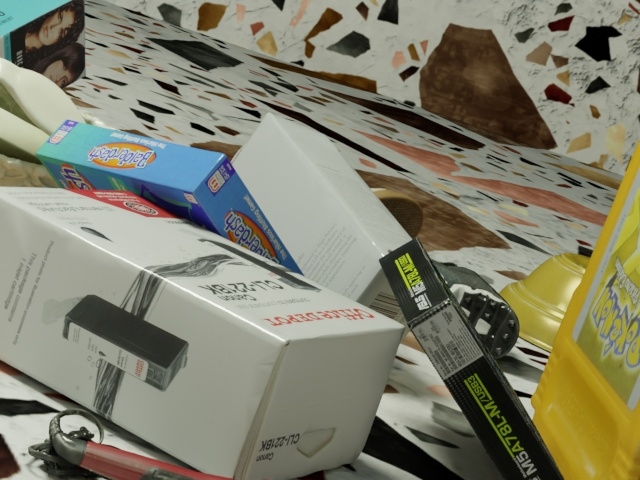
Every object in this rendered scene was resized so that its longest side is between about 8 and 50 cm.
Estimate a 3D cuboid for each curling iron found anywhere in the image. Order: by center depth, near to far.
[{"bbox_3d":[-0.052,0.161,1.164,0.274,0.035,0.068,18,12,-11],"label":"curling iron"}]

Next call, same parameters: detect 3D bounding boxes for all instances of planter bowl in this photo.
[{"bbox_3d":[0.298,0.072,2.036,0.217,0.090,0.217,19,12,-4],"label":"planter bowl"}]

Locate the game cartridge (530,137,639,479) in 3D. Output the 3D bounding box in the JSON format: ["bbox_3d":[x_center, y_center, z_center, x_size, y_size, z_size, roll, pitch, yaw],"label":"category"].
[{"bbox_3d":[0.268,0.053,1.486,0.052,0.324,0.285,21,11,-10],"label":"game cartridge"}]

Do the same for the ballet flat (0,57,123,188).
[{"bbox_3d":[-0.332,-0.139,1.576,0.409,0.147,0.147,29,6,-28],"label":"ballet flat"}]

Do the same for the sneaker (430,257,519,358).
[{"bbox_3d":[0.098,0.048,1.851,0.234,0.078,0.106,26,10,11],"label":"sneaker"}]

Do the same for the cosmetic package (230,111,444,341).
[{"bbox_3d":[0.000,0.000,1.650,0.085,0.117,0.231,18,26,-43],"label":"cosmetic package"}]

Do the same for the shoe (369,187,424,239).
[{"bbox_3d":[0.034,-0.034,2.103,0.219,0.077,0.058,5,24,-46],"label":"shoe"}]

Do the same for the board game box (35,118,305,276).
[{"bbox_3d":[-0.124,-0.017,1.521,0.210,0.047,0.160,14,-33,45],"label":"board game box"}]

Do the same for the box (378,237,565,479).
[{"bbox_3d":[0.119,0.105,1.439,0.191,0.045,0.184,57,1,-16],"label":"box"}]

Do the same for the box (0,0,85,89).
[{"bbox_3d":[-0.330,-0.160,1.745,0.060,0.101,0.244,28,44,27],"label":"box"}]

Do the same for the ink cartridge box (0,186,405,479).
[{"bbox_3d":[-0.104,0.063,1.327,0.272,0.114,0.197,26,12,24],"label":"ink cartridge box"}]
